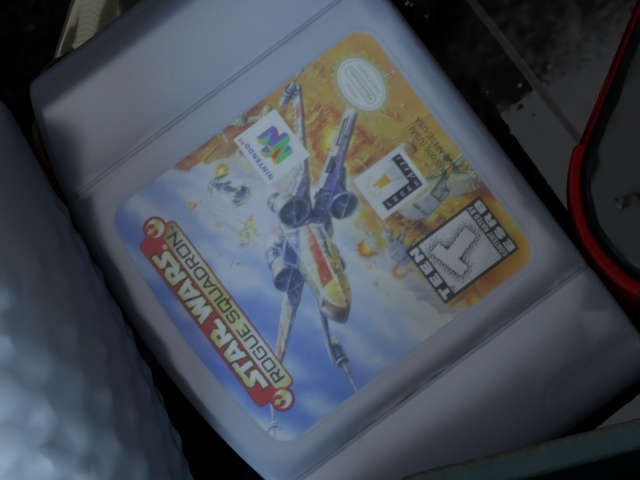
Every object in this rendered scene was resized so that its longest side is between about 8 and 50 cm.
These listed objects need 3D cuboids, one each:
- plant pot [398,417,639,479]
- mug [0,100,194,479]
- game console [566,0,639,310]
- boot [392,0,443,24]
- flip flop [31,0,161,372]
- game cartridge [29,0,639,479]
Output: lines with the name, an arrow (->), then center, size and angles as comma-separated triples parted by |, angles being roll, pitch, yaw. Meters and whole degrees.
plant pot -> 0.096, 0.222, 0.737 | 0.252, 0.247, 0.248 | -34, 69, 55
mug -> -0.223, 0.147, 0.852 | 0.374, 0.276, 0.328 | -10, 112, 47
game console -> 0.325, -0.105, 0.822 | 0.342, 0.060, 0.386 | 22, 91, 14
boot -> 0.074, -0.158, 0.907 | 0.121, 0.045, 0.099 | 32, 91, 26
flip flop -> -0.110, -0.064, 0.934 | 0.112, 0.080, 0.277 | 8, 86, 18
game cartridge -> 0.000, 0.000, 0.861 | 0.198, 0.062, 0.297 | -37, 88, -5
